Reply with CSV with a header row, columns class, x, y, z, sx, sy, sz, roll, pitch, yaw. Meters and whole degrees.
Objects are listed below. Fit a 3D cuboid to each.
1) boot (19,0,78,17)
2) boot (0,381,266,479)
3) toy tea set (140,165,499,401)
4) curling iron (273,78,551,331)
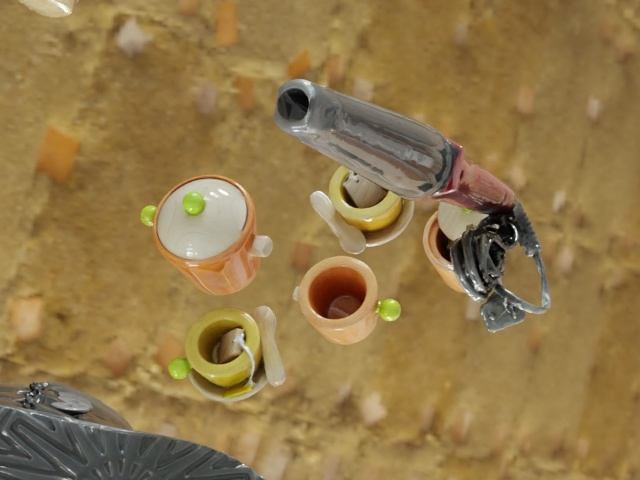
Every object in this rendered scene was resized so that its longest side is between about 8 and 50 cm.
class,x,y,z,sx,sy,sz,roll,pitch,yaw
boot,-0.210,-0.211,0.738,0.269,0.089,0.236,45,-162,-35
boot,-0.217,0.252,1.551,0.445,0.367,0.146,153,141,-78
toy tea set,0.000,0.000,1.323,0.124,0.336,0.200,67,-178,-58
curling iron,0.047,-0.018,0.582,0.274,0.035,0.068,33,-140,-65
